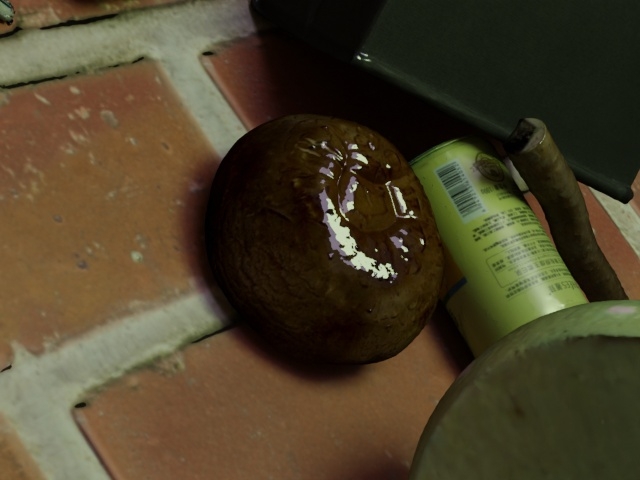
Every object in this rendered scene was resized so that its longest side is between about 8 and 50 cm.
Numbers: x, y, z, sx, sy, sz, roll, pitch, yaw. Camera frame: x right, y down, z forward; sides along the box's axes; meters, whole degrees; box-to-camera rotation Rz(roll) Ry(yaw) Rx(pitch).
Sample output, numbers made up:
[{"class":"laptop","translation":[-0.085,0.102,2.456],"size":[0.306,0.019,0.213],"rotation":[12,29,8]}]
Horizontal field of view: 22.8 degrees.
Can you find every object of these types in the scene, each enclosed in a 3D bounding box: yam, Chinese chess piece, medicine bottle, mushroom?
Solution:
[{"class":"yam","translation":[0.249,0.001,1.520],"size":[0.327,0.045,0.045],"rotation":[54,42,-44]},{"class":"Chinese chess piece","translation":[0.236,0.217,1.196],"size":[0.349,0.349,0.146],"rotation":[56,23,10]},{"class":"medicine bottle","translation":[0.160,0.027,1.470],"size":[0.124,0.124,0.239],"rotation":[-9,65,-47]},{"class":"mushroom","translation":[0.008,-0.008,1.337],"size":[0.194,0.138,0.231],"rotation":[-22,74,-50]}]

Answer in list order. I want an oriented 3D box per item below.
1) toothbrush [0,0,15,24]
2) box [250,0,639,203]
[{"class":"toothbrush","translation":[-0.369,-0.273,1.300],"size":[0.294,0.028,0.026],"rotation":[41,40,-17]},{"class":"box","translation":[0.158,-0.219,1.529],"size":[0.345,0.204,0.251],"rotation":[23,10,-29]}]
